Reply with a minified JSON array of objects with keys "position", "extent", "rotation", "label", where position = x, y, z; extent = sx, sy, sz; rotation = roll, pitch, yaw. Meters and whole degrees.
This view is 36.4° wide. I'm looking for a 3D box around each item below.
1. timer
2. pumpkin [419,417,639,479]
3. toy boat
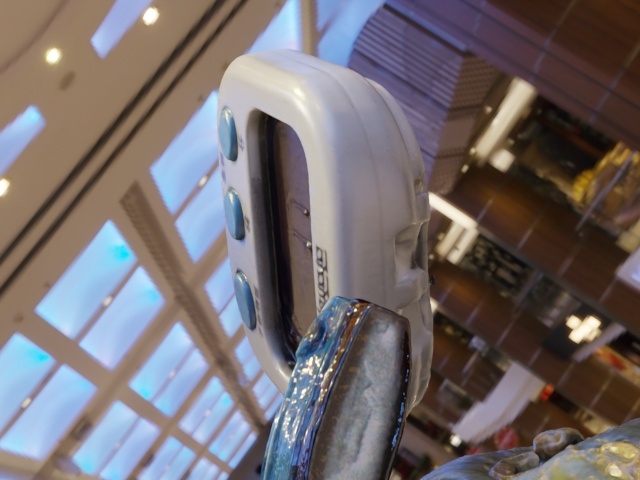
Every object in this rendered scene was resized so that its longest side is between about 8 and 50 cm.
[{"position":[-0.001,0.000,0.698],"extent":[0.087,0.237,0.262],"rotation":[-13,-67,-22],"label":"timer"},{"position":[0.166,0.240,0.565],"extent":[0.291,0.257,0.328],"rotation":[-14,-12,-16],"label":"pumpkin"},{"position":[0.005,0.091,0.447],"extent":[0.061,0.060,0.137],"rotation":[-34,39,59],"label":"toy boat"}]
